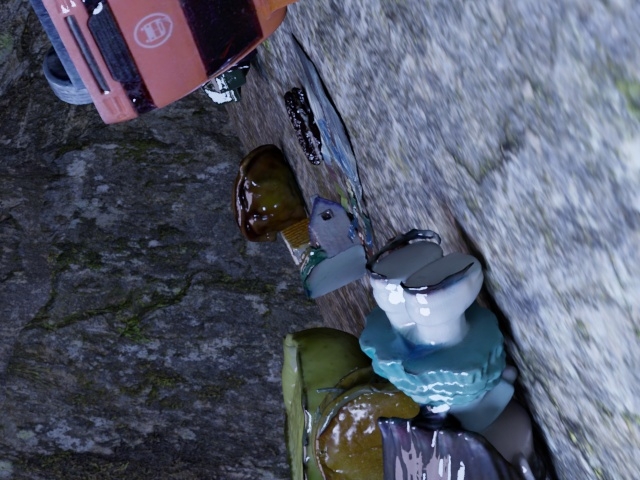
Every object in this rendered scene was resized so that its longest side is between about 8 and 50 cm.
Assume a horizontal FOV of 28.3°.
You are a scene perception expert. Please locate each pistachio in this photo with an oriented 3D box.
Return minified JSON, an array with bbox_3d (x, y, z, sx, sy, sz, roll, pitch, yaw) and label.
[{"bbox_3d":[-0.094,-0.081,2.222,0.210,0.130,0.165,70,-145,-48],"label":"pistachio"}]

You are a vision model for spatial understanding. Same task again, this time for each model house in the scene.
[{"bbox_3d":[0.000,0.000,1.575,0.101,0.087,0.100,83,162,-65],"label":"model house"}]

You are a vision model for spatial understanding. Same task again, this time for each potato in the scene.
[{"bbox_3d":[0.058,0.265,1.851,0.330,0.212,0.280,-103,11,-53],"label":"potato"}]

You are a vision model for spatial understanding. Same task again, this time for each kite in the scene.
[{"bbox_3d":[0.025,-0.067,1.358,0.169,0.015,0.310,-119,7,-47],"label":"kite"}]

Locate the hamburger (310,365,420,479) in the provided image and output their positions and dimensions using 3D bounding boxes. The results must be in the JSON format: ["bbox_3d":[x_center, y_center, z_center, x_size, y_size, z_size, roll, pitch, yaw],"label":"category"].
[{"bbox_3d":[0.065,0.240,1.595,0.185,0.177,0.113,39,-172,-8],"label":"hamburger"}]

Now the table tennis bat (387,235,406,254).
[{"bbox_3d":[0.095,0.061,1.133,0.220,0.019,0.130,-129,16,-82],"label":"table tennis bat"}]

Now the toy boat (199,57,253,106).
[{"bbox_3d":[-0.158,-0.304,1.984,0.319,0.092,0.141,-101,-12,-73],"label":"toy boat"}]

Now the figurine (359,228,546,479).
[{"bbox_3d":[0.095,0.119,0.867,0.138,0.110,0.246,23,137,49],"label":"figurine"}]

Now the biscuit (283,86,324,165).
[{"bbox_3d":[-0.017,-0.132,1.456,0.089,0.027,0.087,71,175,-50],"label":"biscuit"}]

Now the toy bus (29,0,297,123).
[{"bbox_3d":[-0.175,-0.313,1.068,0.203,0.233,0.427,70,177,-53],"label":"toy bus"}]
